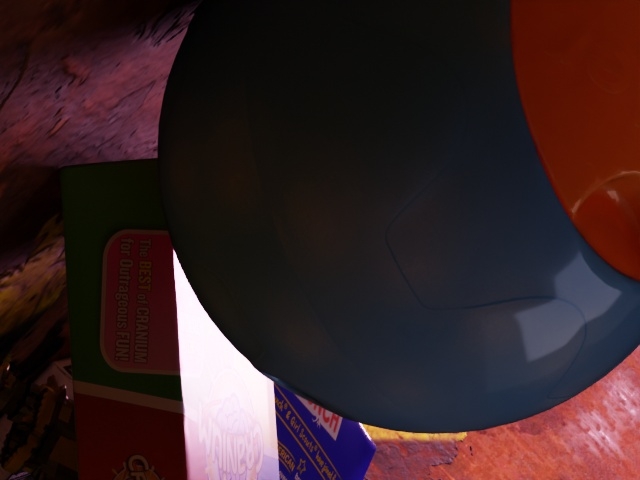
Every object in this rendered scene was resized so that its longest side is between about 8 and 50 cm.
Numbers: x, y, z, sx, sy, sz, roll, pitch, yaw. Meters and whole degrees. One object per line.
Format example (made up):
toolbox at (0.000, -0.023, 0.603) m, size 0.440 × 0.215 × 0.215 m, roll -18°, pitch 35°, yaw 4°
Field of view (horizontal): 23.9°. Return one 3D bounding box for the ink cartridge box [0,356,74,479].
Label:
ink cartridge box at (-0.247, 0.178, 1.294) m, size 0.208 × 0.045 × 0.206 m, roll -44°, pitch 173°, yaw 9°

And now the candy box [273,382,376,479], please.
candy box at (-0.098, 0.227, 1.242) m, size 0.317 × 0.122 × 0.268 m, roll -63°, pitch 142°, yaw -29°

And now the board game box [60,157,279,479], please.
board game box at (-0.083, 0.115, 0.940) m, size 0.064 × 0.316 × 0.242 m, roll -4°, pitch 179°, yaw 10°

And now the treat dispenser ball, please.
treat dispenser ball at (0.058, -0.044, 0.792) m, size 0.288 × 0.288 × 0.288 m, roll -43°, pitch 172°, yaw -7°

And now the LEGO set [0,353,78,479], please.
LEGO set at (-0.287, 0.212, 0.980) m, size 0.331 × 0.192 × 0.255 m, roll -40°, pitch -153°, yaw 43°
